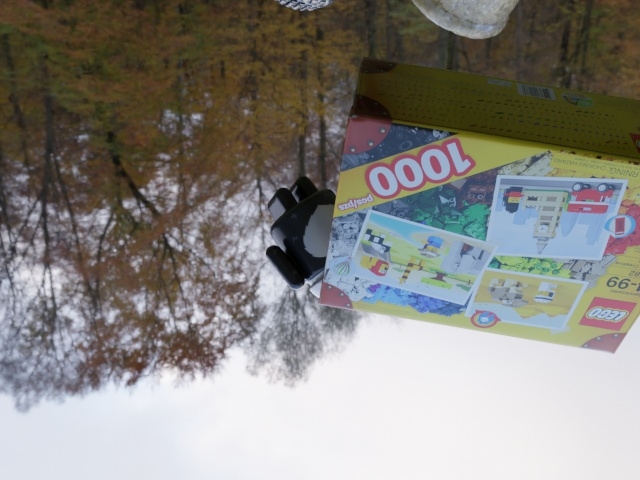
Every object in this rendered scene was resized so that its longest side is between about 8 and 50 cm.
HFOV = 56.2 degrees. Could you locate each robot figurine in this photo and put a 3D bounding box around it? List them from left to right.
[{"bbox_3d":[0.002,-0.002,1.306,0.209,0.278,0.173,-36,175,11],"label":"robot figurine"}]

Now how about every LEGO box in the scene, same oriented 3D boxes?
[{"bbox_3d":[0.272,-0.045,0.953,0.501,0.372,0.193,9,-139,2],"label":"LEGO box"}]

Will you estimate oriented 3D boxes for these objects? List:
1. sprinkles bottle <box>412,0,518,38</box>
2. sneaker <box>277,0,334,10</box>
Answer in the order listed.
[{"bbox_3d":[0.198,-0.349,0.508,0.121,0.355,0.121,11,-128,-15],"label":"sprinkles bottle"},{"bbox_3d":[-0.065,-0.467,1.038,0.209,0.094,0.081,12,-179,-23],"label":"sneaker"}]
